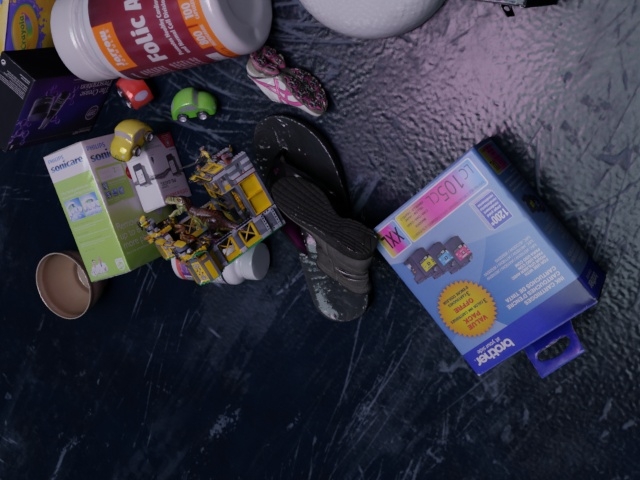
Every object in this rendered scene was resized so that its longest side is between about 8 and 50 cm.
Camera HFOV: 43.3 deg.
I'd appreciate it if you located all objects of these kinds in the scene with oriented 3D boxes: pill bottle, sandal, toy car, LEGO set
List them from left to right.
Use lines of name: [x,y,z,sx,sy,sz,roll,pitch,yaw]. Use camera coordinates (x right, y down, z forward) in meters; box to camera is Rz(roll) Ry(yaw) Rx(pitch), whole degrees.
pill bottle: [-0.312,-0.436,1.559,0.392,0.224,0.224,-7,102,27]
toy car: [-0.327,-0.279,1.666,0.224,0.239,0.053,-8,147,5]
LEGO set: [-0.236,-0.075,1.557,0.255,0.331,0.192,-33,114,-9]
pill bottle: [-0.212,0.038,1.722,0.193,0.108,0.108,4,107,24]
sandal: [-0.017,-0.043,1.602,0.167,0.107,0.446,-20,96,29]

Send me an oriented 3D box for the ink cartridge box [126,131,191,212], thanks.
ink cartridge box: [-0.350,-0.147,1.731,0.063,0.109,0.151,-15,98,28]

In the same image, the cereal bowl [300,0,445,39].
cereal bowl: [0.074,-0.519,1.395,0.338,0.141,0.339,8,109,23]

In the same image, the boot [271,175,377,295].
boot: [0.000,0.000,1.517,0.246,0.083,0.161,38,150,21]

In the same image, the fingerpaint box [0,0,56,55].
fingerpaint box: [-0.738,-0.650,1.735,0.371,0.163,0.445,23,115,19]

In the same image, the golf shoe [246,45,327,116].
golf shoe: [-0.065,-0.301,1.580,0.186,0.067,0.086,39,147,8]

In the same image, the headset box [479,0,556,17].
headset box: [0.299,-0.489,1.231,0.131,0.246,0.283,15,111,22]

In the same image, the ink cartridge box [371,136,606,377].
ink cartridge box: [0.316,0.052,1.449,0.270,0.151,0.395,-41,87,30]

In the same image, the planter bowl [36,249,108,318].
planter bowl: [-0.577,0.092,1.916,0.162,0.109,0.162,7,108,23]

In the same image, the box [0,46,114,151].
box: [-0.573,-0.306,1.704,0.103,0.261,0.184,42,119,9]

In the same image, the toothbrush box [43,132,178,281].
toothbrush box: [-0.438,-0.081,1.739,0.122,0.206,0.283,-16,97,29]
